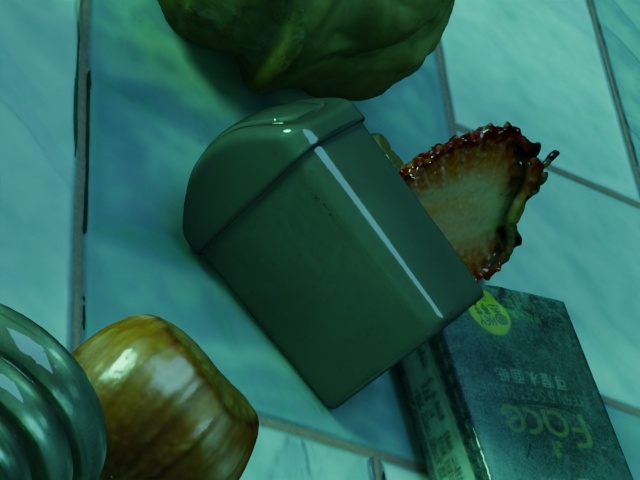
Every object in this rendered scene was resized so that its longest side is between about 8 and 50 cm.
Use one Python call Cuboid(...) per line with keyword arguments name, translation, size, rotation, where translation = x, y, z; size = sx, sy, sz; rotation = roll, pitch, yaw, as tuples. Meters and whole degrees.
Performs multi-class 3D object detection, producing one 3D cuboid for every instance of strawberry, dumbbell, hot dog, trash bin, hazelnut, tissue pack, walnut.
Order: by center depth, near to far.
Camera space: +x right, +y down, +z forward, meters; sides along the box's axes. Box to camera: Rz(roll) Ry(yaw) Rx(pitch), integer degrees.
Cuboid(name="dumbbell", translation=(-0.263, 0.180, 0.888), size=(0.179, 0.179, 0.406), rotation=(40, 38, -6))
Cuboid(name="hazelnut", translation=(-0.123, 0.134, 1.092), size=(0.150, 0.150, 0.150), rotation=(24, 42, -24))
Cuboid(name="trash bin", translation=(0.000, 0.000, 1.294), size=(0.236, 0.177, 0.101), rotation=(53, 38, 4))
Cuboid(name="tissue pack", translation=(0.168, 0.162, 1.371), size=(0.185, 0.081, 0.257), rotation=(11, 48, -35))
Cuboid(name="walnut", translation=(-0.006, -0.264, 1.445), size=(0.282, 0.277, 0.253), rotation=(-6, 67, -31))
Cuboid(name="strawberry", translation=(0.106, -0.042, 1.462), size=(0.208, 0.167, 0.087), rotation=(5, 21, -38))
Cuboid(name="hot dog", translation=(0.065, -0.061, 1.520), size=(0.090, 0.034, 0.030), rotation=(53, 24, -22))
